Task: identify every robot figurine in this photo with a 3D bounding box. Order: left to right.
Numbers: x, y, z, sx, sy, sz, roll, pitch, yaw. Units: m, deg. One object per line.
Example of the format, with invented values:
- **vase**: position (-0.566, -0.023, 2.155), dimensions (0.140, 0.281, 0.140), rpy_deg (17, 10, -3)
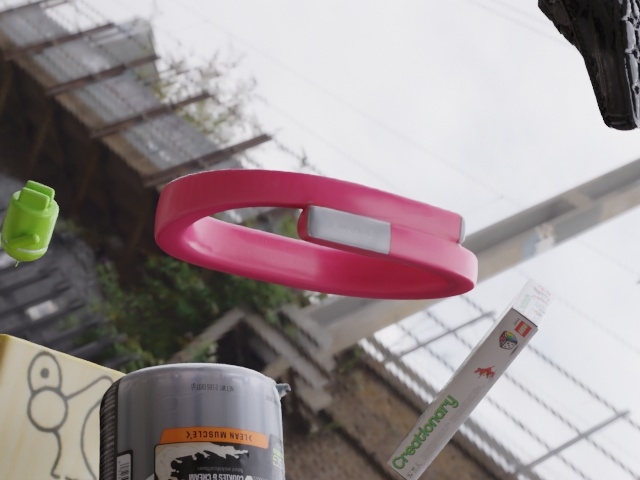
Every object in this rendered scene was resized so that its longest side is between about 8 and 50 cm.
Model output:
- **robot figurine**: position (-0.399, -0.022, 1.642), dimensions (0.101, 0.067, 0.115), rpy_deg (-83, -166, -65)

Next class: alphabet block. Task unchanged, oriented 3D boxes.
- **alphabet block**: position (-0.375, 0.245, 1.489), dimensions (0.193, 0.192, 0.197), rpy_deg (-15, -123, 48)

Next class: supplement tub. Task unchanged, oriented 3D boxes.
- **supplement tub**: position (-0.128, 0.299, 1.215), dimensions (0.193, 0.193, 0.316), rpy_deg (125, -36, -59)

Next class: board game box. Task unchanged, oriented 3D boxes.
- **board game box**: position (0.224, 0.204, 1.767), dimensions (0.053, 0.193, 0.305), rpy_deg (38, -72, 7)

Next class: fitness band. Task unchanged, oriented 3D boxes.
- **fitness band**: position (0.000, 0.000, 1.031), dimensions (0.209, 0.290, 0.054), rpy_deg (-12, -113, 55)

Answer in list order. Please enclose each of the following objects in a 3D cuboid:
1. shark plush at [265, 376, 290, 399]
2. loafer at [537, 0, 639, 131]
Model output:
- **shark plush**: position (-0.111, 0.209, 1.469), dimensions (0.067, 0.161, 0.073), rpy_deg (41, -41, 37)
- **loafer**: position (0.217, -0.191, 0.970), dimensions (0.078, 0.076, 0.223), rpy_deg (-17, -103, 33)
